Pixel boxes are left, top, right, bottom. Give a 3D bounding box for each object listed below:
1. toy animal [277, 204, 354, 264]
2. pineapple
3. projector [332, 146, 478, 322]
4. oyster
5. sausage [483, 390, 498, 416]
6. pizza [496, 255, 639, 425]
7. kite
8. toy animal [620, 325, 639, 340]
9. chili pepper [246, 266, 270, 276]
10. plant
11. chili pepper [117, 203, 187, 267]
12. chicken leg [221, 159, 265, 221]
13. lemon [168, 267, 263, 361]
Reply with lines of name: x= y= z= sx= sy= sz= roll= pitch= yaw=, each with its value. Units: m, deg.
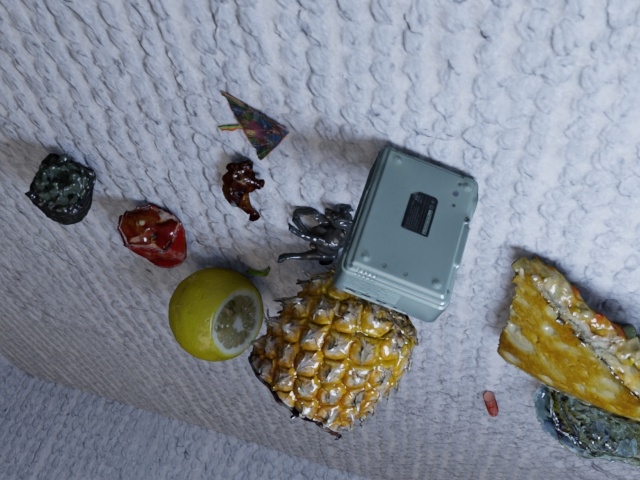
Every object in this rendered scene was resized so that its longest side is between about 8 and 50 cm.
toy animal: x=0.000 y=0.000 z=1.605 sx=0.148 sy=0.085 sz=0.233 roll=20 pitch=149 yaw=-1
pineapple: x=0.038 y=0.222 z=1.686 sx=0.352 sy=0.300 sz=0.352 roll=36 pitch=-168 yaw=-9
projector: x=0.151 y=-0.015 z=1.287 sx=0.191 sy=0.257 sz=0.099 roll=22 pitch=152 yaw=-3
oyster: x=0.681 y=0.468 z=1.881 sx=0.350 sy=0.162 sz=0.158 roll=31 pitch=171 yaw=-15
sausage: x=0.481 y=0.464 z=2.153 sx=0.034 sy=0.034 sz=0.129 roll=7 pitch=150 yaw=24
pizza: x=0.500 y=0.177 z=1.509 sx=0.439 sy=0.130 sz=0.406 roll=18 pitch=144 yaw=53
kite: x=-0.125 y=-0.205 z=1.403 sx=0.159 sy=0.010 sz=0.190 roll=8 pitch=148 yaw=26
toy animal: x=0.712 y=0.245 z=1.564 sx=0.218 sy=0.103 sz=0.101 roll=8 pitch=169 yaw=20
chili pepper: x=-0.154 y=0.080 z=1.920 sx=0.083 sy=0.017 sz=0.030 roll=-2 pitch=143 yaw=37
plant: x=-0.588 y=-0.120 z=1.745 sx=0.129 sy=0.132 sz=0.194 roll=20 pitch=157 yaw=-5
chili pepper: x=-0.388 y=0.008 z=1.881 sx=0.144 sy=0.136 sz=0.253 roll=-27 pitch=159 yaw=-5
chicken leg: x=-0.161 y=-0.100 z=1.571 sx=0.089 sy=0.048 sz=0.219 roll=23 pitch=152 yaw=3
lemon: x=-0.281 y=0.182 z=1.963 sx=0.219 sy=0.240 sz=0.240 roll=14 pitch=154 yaw=40
